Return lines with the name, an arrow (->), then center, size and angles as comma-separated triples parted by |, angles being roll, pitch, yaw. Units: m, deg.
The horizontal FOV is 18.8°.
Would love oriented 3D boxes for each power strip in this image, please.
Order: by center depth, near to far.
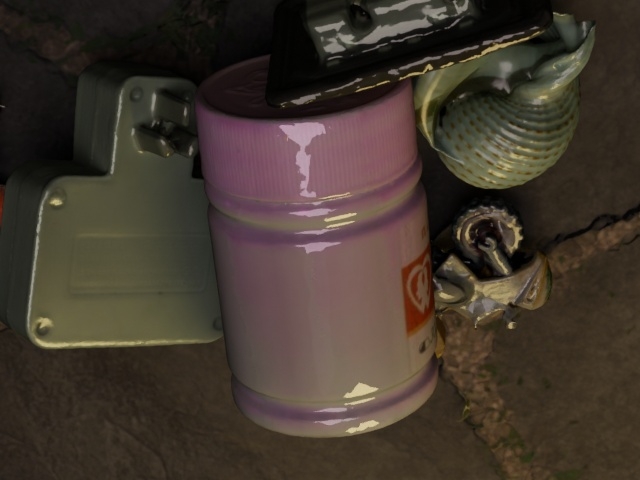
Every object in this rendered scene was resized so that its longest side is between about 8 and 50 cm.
power strip -> 0.069, -0.218, 1.706 | 0.257, 0.251, 0.092 | -17, 109, 9
power strip -> -0.170, -0.029, 1.818 | 0.229, 0.141, 0.261 | 1, 103, -35

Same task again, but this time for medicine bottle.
medicine bottle -> 0.000, 0.000, 1.779 | 0.202, 0.202, 0.316 | -4, 115, 3

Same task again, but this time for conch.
conch -> 0.170, -0.148, 1.805 | 0.172, 0.131, 0.200 | 35, 105, -12

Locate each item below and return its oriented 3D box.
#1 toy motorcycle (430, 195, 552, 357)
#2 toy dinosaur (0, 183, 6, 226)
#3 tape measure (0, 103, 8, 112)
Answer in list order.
toy motorcycle -> 0.140, 0.059, 1.923 | 0.129, 0.094, 0.229 | 31, 122, -18
toy dinosaur -> -0.326, -0.022, 1.912 | 0.279, 0.055, 0.101 | 8, 95, -3
tape measure -> -0.369, -0.087, 1.861 | 0.125, 0.074, 0.118 | 14, 88, -1
